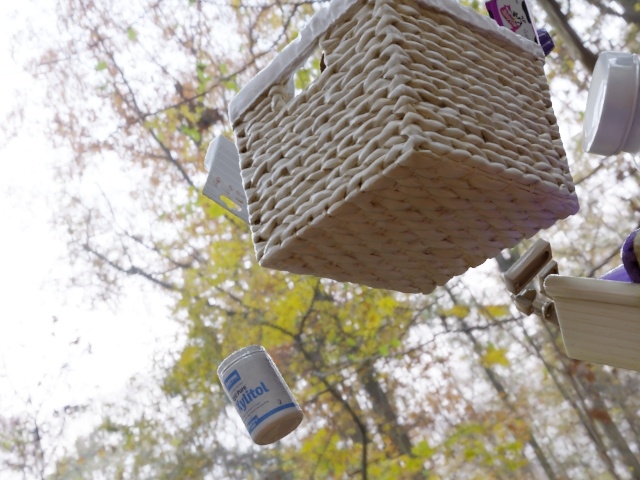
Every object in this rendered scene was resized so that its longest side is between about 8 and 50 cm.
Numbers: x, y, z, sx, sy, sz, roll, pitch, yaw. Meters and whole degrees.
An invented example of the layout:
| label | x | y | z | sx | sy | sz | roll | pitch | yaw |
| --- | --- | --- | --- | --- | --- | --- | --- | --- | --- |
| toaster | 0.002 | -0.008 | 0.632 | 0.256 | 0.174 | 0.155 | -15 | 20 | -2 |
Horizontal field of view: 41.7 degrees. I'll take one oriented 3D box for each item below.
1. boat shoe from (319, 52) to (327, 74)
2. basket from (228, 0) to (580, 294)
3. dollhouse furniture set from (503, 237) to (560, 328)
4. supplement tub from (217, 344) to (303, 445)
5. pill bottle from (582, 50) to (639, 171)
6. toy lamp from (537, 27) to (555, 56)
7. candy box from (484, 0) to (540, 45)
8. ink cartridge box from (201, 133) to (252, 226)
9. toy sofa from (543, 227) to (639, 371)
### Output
| label | x | y | z | sx | sy | sz | roll | pitch | yaw |
| --- | --- | --- | --- | --- | --- | --- | --- | --- | --- |
| boat shoe | 0.049 | -0.354 | 1.404 | 0.073 | 0.073 | 0.207 | 29 | -31 | -4 |
| basket | 0.102 | -0.118 | 1.102 | 0.331 | 0.266 | 0.328 | 14 | -34 | -38 |
| dollhouse furniture set | 0.461 | 0.095 | 1.646 | 0.144 | 0.123 | 0.151 | -42 | -43 | -18 |
| supplement tub | -0.074 | 0.191 | 1.037 | 0.071 | 0.107 | 0.071 | -27 | -28 | -16 |
| pill bottle | 0.658 | -0.203 | 1.384 | 0.408 | 0.229 | 0.229 | 8 | -33 | 7 |
| toy lamp | 0.355 | -0.348 | 1.750 | 0.275 | 0.080 | 0.080 | -32 | -32 | 17 |
| candy box | 0.356 | -0.445 | 1.582 | 0.071 | 0.233 | 0.159 | -17 | -51 | 19 |
| ink cartridge box | -0.190 | -0.123 | 1.820 | 0.145 | 0.179 | 0.045 | 34 | -42 | -27 |
| toy sofa | 0.466 | 0.013 | 1.087 | 0.363 | 0.177 | 0.150 | -25 | 16 | -29 |
